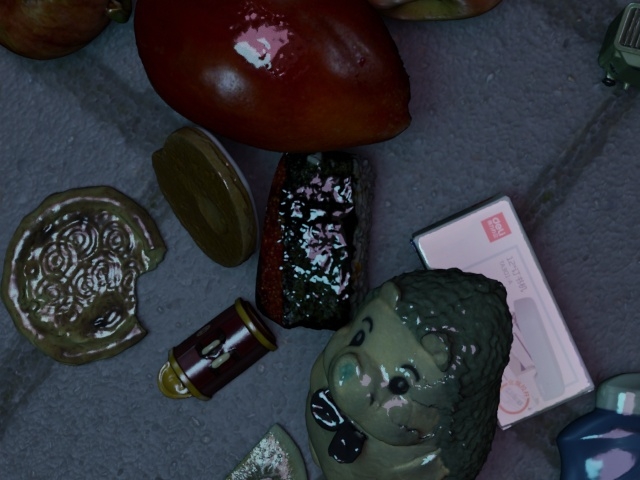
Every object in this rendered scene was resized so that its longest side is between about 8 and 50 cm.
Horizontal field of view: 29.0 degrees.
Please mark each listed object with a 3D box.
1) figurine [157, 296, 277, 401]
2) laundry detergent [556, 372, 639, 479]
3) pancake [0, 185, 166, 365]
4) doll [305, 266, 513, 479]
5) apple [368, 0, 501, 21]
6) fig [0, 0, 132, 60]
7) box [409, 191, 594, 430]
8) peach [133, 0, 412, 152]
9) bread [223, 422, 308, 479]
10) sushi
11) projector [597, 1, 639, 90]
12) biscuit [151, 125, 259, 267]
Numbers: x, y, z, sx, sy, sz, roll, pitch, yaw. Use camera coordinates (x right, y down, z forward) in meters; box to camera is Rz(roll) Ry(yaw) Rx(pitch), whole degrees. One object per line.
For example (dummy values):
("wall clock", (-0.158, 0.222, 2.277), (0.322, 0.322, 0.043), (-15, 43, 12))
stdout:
("figurine", (-0.135, 0.147, 1.543), (0.154, 0.098, 0.082), (-37, 90, -1))
("laundry detergent", (0.354, 0.302, 1.514), (0.143, 0.094, 0.290), (8, 85, 10))
("pancake", (-0.306, 0.044, 1.591), (0.211, 0.029, 0.235), (6, 87, 5))
("doll", (0.096, 0.175, 1.405), (0.247, 0.350, 0.247), (11, 47, -12))
("apple", (0.124, -0.390, 1.477), (0.242, 0.242, 0.241), (1, 86, 4))
("fig", (-0.326, -0.319, 1.533), (0.205, 0.205, 0.205), (0, 88, 4))
("box", (0.221, 0.087, 1.530), (0.135, 0.079, 0.269), (-24, 87, 2))
("peach", (-0.073, -0.208, 1.439), (0.361, 0.201, 0.258), (38, 135, 12))
("bread", (-0.082, 0.339, 1.563), (0.112, 0.036, 0.193), (43, 91, 3))
("sushi", (0.000, 0.000, 1.520), (0.126, 0.136, 0.225), (10, 93, 12))
("projector", (0.473, -0.200, 1.467), (0.269, 0.193, 0.088), (18, 90, 4))
("biscuit", (-0.131, -0.056, 1.503), (0.049, 0.208, 0.181), (-32, 87, -25))
